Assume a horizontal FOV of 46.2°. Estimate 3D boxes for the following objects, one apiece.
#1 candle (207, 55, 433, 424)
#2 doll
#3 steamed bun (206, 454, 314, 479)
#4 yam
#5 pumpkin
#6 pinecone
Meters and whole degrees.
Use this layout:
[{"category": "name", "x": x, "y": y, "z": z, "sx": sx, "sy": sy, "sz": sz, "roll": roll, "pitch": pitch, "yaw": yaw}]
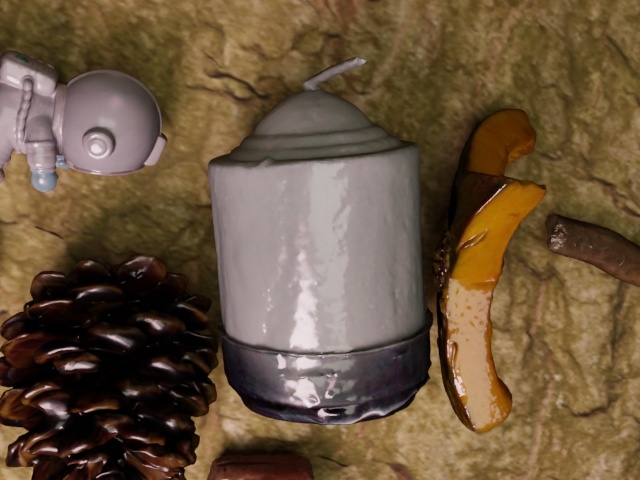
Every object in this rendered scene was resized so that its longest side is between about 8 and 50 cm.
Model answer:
[{"category": "candle", "x": 0.000, "y": 0.000, "z": 0.752, "sx": 0.221, "sy": 0.221, "sz": 0.343, "roll": -5, "pitch": 100, "yaw": -11}, {"category": "doll", "x": -0.288, "y": -0.123, "z": 0.704, "sx": 0.287, "sy": 0.151, "sz": 0.151, "roll": 7, "pitch": 101, "yaw": -17}, {"category": "steamed bun", "x": -0.072, "y": 0.336, "z": 0.874, "sx": 0.144, "sy": 0.106, "sz": 0.175, "roll": 1, "pitch": 89, "yaw": -7}, {"category": "yam", "x": 0.376, "y": 0.025, "z": 0.922, "sx": 0.241, "sy": 0.057, "sz": 0.057, "roll": 20, "pitch": 98, "yaw": -17}, {"category": "pumpkin", "x": 0.166, "y": 0.011, "z": 0.778, "sx": 0.095, "sy": 0.290, "sz": 0.258, "roll": 10, "pitch": 111, "yaw": 7}, {"category": "pinecone", "x": -0.208, "y": 0.144, "z": 0.729, "sx": 0.224, "sy": 0.273, "sz": 0.224, "roll": -1, "pitch": 142, "yaw": -1}]
